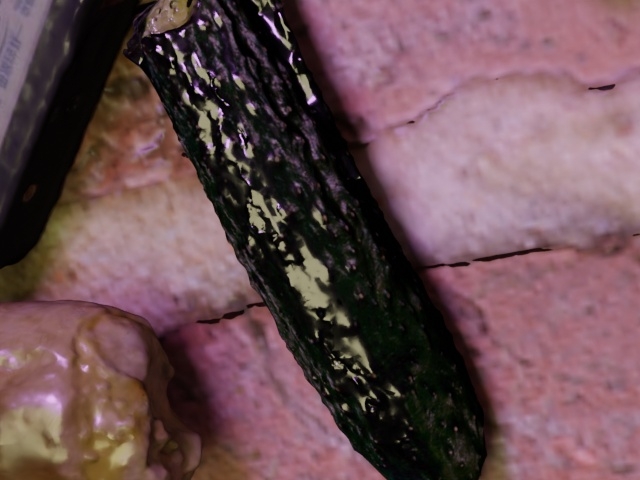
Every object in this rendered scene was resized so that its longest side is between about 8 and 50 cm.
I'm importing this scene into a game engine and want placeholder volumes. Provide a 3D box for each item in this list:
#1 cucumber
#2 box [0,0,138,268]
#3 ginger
[{"bbox_3d":[-0.002,0.001,0.762,0.067,0.067,0.245,-26,92,30],"label":"cucumber"},{"bbox_3d":[-0.158,-0.166,0.790,0.211,0.058,0.350,33,117,11],"label":"box"},{"bbox_3d":[-0.169,0.093,0.853,0.263,0.116,0.109,-23,55,34],"label":"ginger"}]
